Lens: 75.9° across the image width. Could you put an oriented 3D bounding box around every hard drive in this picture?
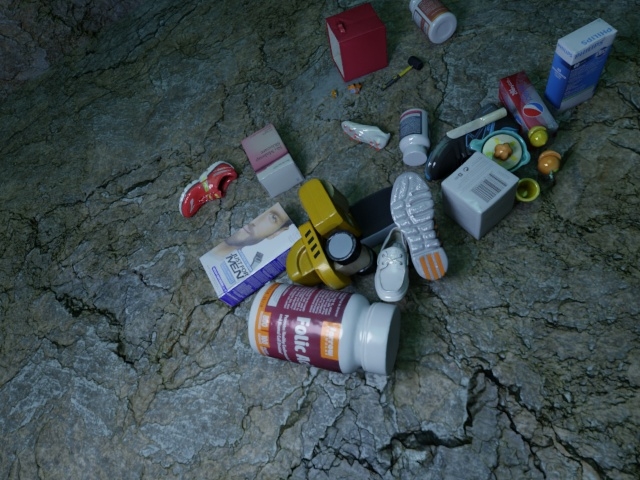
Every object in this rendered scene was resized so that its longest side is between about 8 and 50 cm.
[{"bbox_3d":[0.171,-0.072,1.372,0.255,0.054,0.172,-29,59,4],"label":"hard drive"}]

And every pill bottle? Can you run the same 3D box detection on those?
[{"bbox_3d":[0.328,-0.357,1.429,0.108,0.108,0.180,-2,64,18],"label":"pill bottle"},{"bbox_3d":[0.015,0.250,1.166,0.392,0.224,0.224,5,67,22],"label":"pill bottle"},{"bbox_3d":[0.447,-0.906,1.655,0.121,0.121,0.216,-25,59,5],"label":"pill bottle"}]

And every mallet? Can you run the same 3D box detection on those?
[{"bbox_3d":[0.314,-0.664,1.633,0.190,0.039,0.062,-31,59,7],"label":"mallet"}]

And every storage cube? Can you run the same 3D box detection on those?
[{"bbox_3d":[0.147,-0.795,1.655,0.193,0.215,0.183,-20,59,1],"label":"storage cube"}]

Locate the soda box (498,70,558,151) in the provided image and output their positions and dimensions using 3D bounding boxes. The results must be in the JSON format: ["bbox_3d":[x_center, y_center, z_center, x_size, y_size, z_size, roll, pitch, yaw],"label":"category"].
[{"bbox_3d":[0.678,-0.429,1.355,0.083,0.092,0.263,-18,60,11],"label":"soda box"}]

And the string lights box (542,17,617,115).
[{"bbox_3d":[0.789,-0.522,1.265,0.133,0.259,0.076,-27,59,4],"label":"string lights box"}]

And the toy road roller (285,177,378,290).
[{"bbox_3d":[0.000,0.000,1.259,0.241,0.202,0.329,-31,62,15],"label":"toy road roller"}]

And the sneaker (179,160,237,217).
[{"bbox_3d":[-0.441,-0.194,1.618,0.118,0.107,0.279,37,83,21],"label":"sneaker"}]

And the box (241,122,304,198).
[{"bbox_3d":[-0.184,-0.305,1.568,0.149,0.127,0.232,-30,59,2],"label":"box"}]

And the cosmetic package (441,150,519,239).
[{"bbox_3d":[0.470,-0.130,1.223,0.151,0.183,0.151,-41,60,-4],"label":"cosmetic package"}]

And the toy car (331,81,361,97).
[{"bbox_3d":[0.110,-0.612,1.685,0.122,0.060,0.040,-6,106,34],"label":"toy car"}]

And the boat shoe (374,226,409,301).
[{"bbox_3d":[0.209,0.060,1.206,0.098,0.096,0.277,0,37,12],"label":"boat shoe"}]

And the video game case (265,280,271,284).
[{"bbox_3d":[-0.234,0.084,1.455,0.157,0.019,0.143,4,66,20],"label":"video game case"}]

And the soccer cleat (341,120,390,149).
[{"bbox_3d":[0.169,-0.404,1.537,0.196,0.068,0.076,32,73,22],"label":"soccer cleat"}]

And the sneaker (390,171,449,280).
[{"bbox_3d":[0.292,-0.039,1.227,0.125,0.180,0.321,-13,88,14],"label":"sneaker"}]

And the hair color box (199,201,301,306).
[{"bbox_3d":[-0.221,0.046,1.397,0.339,0.110,0.185,-35,59,-3],"label":"hair color box"}]

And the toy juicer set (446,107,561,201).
[{"bbox_3d":[0.571,-0.290,1.230,0.209,0.089,0.329,-43,79,6],"label":"toy juicer set"}]

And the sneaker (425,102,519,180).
[{"bbox_3d":[0.491,-0.306,1.341,0.341,0.125,0.139,-41,64,-2],"label":"sneaker"}]

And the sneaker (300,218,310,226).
[{"bbox_3d":[-0.003,-0.024,1.406,0.084,0.058,0.152,-43,52,5],"label":"sneaker"}]
